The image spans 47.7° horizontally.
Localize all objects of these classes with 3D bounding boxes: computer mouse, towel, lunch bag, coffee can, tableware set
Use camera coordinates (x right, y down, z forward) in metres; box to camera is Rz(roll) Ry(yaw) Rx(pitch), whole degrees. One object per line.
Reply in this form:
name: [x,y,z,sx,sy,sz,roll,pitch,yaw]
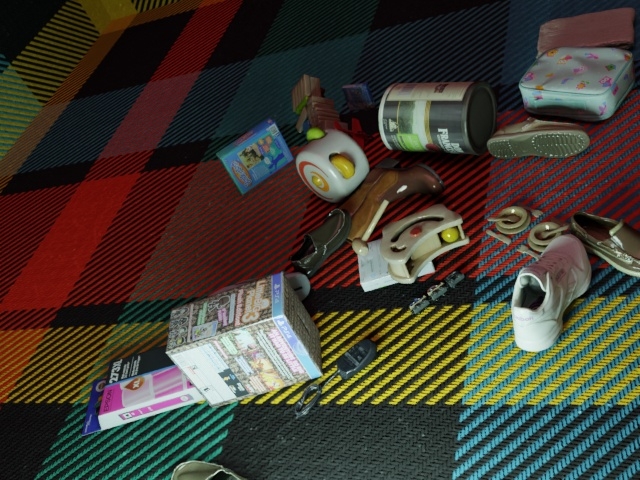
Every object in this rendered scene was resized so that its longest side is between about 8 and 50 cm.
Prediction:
computer mouse: [0.039,0.316,1.641,0.242,0.041,0.071,-41,32,-5]
towel: [0.804,-0.621,2.199,0.282,0.049,0.187,-2,47,27]
lunch bag: [0.702,-0.432,2.004,0.279,0.108,0.224,16,59,42]
coffee can: [0.333,-0.348,2.054,0.275,0.201,0.201,8,51,37]
tableware set: [0.501,-0.035,1.743,0.128,0.039,0.194,-40,41,-14]

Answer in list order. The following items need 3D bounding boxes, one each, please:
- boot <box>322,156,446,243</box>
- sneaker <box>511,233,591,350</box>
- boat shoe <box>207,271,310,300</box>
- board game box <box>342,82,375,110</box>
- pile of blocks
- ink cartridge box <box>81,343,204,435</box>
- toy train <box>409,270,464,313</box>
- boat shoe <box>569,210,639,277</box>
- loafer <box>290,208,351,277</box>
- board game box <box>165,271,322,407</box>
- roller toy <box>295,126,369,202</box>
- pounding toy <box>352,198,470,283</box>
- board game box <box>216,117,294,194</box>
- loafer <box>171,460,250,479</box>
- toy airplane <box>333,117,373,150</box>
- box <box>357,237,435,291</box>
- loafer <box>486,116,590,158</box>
boot: [0.171,-0.100,1.966,0.264,0.096,0.280,27,66,42]
sneaker: [0.489,0.084,1.533,0.114,0.152,0.305,5,48,37]
boat shoe: [-0.171,0.149,1.845,0.302,0.109,0.094,-13,11,-30]
board game box: [0.127,-0.476,2.401,0.090,0.090,0.020,0,43,31]
pile of blocks: [0.005,-0.401,2.403,0.112,0.149,0.362,6,42,-27]
ink cartridge box: [-0.450,0.366,1.849,0.371,0.069,0.176,-20,40,13]
toy train: [0.272,0.122,1.716,0.158,0.027,0.036,-36,36,-10]
boat shoe: [0.650,0.004,1.569,0.095,0.095,0.257,-45,42,-20]
loafer: [0.000,0.000,1.930,0.080,0.078,0.220,30,82,44]
board game box: [-0.172,0.236,1.690,0.291,0.232,0.141,-18,40,11]
roller toy: [0.032,-0.209,2.087,0.209,0.191,0.146,31,65,29]
pounding toy: [0.209,-0.009,1.732,0.269,0.155,0.154,-23,35,5]
board game box: [-0.207,-0.268,2.316,0.210,0.160,0.047,-35,39,-10]
loafer: [-0.222,0.512,1.532,0.251,0.087,0.094,2,48,32]
toy airplane: [0.096,-0.336,2.259,0.151,0.028,0.151,10,54,-15]
box: [0.189,0.045,1.840,0.186,0.038,0.145,-17,40,12]
loafer: [0.576,-0.279,1.916,0.268,0.102,0.092,2,54,33]
